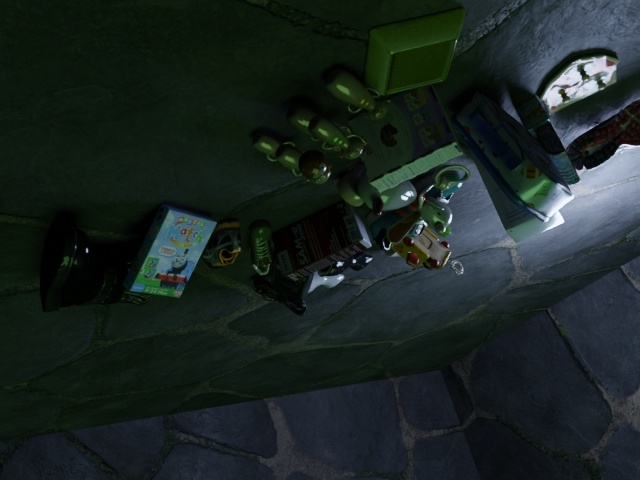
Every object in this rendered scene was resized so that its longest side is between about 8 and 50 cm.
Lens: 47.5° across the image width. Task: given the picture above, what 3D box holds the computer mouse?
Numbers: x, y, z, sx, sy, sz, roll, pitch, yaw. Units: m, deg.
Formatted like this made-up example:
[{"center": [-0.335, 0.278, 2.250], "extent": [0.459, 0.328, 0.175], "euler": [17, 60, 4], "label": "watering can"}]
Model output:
[{"center": [-0.087, 0.097, 2.122], "extent": [0.188, 0.072, 0.272], "euler": [29, 140, 3], "label": "computer mouse"}]

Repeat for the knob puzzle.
[{"center": [0.600, -0.366, 1.685], "extent": [0.213, 0.030, 0.213], "euler": [-15, 157, -7], "label": "knob puzzle"}]

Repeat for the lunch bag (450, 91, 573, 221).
[{"center": [0.419, -0.190, 1.619], "extent": [0.115, 0.303, 0.243], "euler": [-44, 150, 22], "label": "lunch bag"}]

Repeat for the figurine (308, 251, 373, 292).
[{"center": [0.030, 0.095, 2.242], "extent": [0.215, 0.092, 0.209], "euler": [-34, 156, 36], "label": "figurine"}]

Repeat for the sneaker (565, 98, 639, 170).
[{"center": [0.783, -0.288, 1.921], "extent": [0.299, 0.121, 0.112], "euler": [-24, -174, 11], "label": "sneaker"}]

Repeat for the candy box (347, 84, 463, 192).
[{"center": [0.175, -0.217, 1.527], "extent": [0.196, 0.165, 0.070], "euler": [-25, 155, 17], "label": "candy box"}]

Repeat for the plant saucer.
[{"center": [0.181, -0.347, 1.394], "extent": [0.188, 0.045, 0.188], "euler": [-15, 157, -8], "label": "plant saucer"}]

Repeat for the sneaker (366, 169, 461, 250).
[{"center": [0.266, -0.075, 1.976], "extent": [0.302, 0.121, 0.108], "euler": [-33, 153, 29], "label": "sneaker"}]

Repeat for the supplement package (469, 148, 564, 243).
[{"center": [0.497, -0.138, 1.845], "extent": [0.139, 0.244, 0.134], "euler": [-26, 156, 19], "label": "supplement package"}]

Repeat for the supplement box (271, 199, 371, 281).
[{"center": [0.000, 0.000, 1.936], "extent": [0.239, 0.130, 0.073], "euler": [-26, 157, 15], "label": "supplement box"}]

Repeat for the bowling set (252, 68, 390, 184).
[{"center": [0.002, -0.173, 1.434], "extent": [0.154, 0.200, 0.287], "euler": [28, 136, -36], "label": "bowling set"}]

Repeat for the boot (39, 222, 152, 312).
[{"center": [-0.503, 0.058, 1.691], "extent": [0.260, 0.131, 0.348], "euler": [-3, 158, -27], "label": "boot"}]

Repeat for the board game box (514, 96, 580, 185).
[{"center": [0.543, -0.247, 1.761], "extent": [0.060, 0.194, 0.194], "euler": [-29, 141, 19], "label": "board game box"}]

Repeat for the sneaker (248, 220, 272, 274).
[{"center": [-0.153, 0.026, 1.935], "extent": [0.064, 0.086, 0.192], "euler": [-12, 156, -14], "label": "sneaker"}]

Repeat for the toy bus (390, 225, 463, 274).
[{"center": [0.294, 0.029, 2.141], "extent": [0.190, 0.202, 0.104], "euler": [2, 151, -30], "label": "toy bus"}]

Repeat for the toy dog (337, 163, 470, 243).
[{"center": [0.207, -0.086, 1.776], "extent": [0.333, 0.161, 0.220], "euler": [10, 140, -19], "label": "toy dog"}]

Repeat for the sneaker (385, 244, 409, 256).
[{"center": [0.272, 0.013, 2.276], "extent": [0.134, 0.051, 0.070], "euler": [-29, 157, 31], "label": "sneaker"}]

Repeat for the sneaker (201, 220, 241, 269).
[{"center": [-0.255, 0.031, 1.877], "extent": [0.084, 0.083, 0.215], "euler": [-9, 157, -24], "label": "sneaker"}]

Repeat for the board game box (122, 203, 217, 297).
[{"center": [-0.352, 0.028, 1.712], "extent": [0.160, 0.039, 0.212], "euler": [16, 104, -54], "label": "board game box"}]
